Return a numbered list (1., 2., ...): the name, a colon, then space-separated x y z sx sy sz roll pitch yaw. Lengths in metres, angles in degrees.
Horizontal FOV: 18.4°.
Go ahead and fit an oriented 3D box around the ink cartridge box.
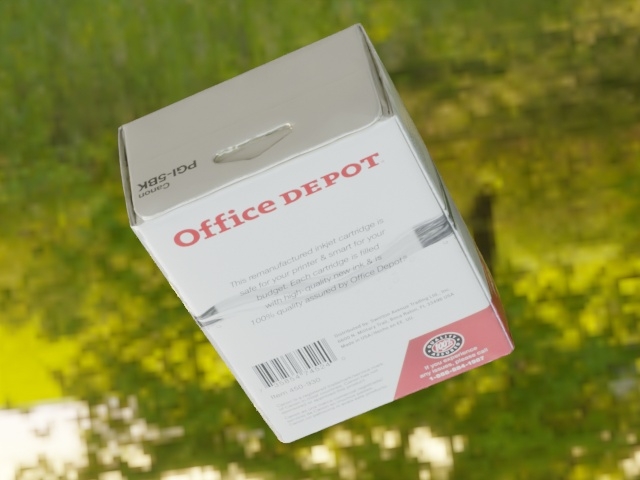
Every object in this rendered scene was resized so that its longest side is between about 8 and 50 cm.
1. ink cartridge box: 0.000 0.000 0.718 0.099 0.056 0.135 -22 134 8
